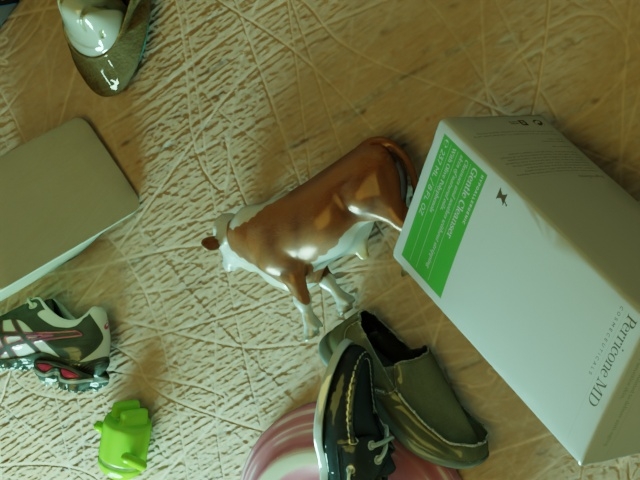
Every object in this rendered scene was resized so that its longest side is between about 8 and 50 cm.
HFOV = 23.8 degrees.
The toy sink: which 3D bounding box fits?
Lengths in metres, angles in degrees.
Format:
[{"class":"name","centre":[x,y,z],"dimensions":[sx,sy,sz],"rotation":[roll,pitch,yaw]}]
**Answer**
[{"class":"toy sink","centre":[-0.384,-0.034,1.993],"dimensions":[0.153,0.234,0.131],"rotation":[56,149,0]}]

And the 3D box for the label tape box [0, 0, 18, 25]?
[{"class":"label tape box","centre":[-0.532,-0.294,1.890],"dimensions":[0.115,0.347,0.249],"rotation":[49,119,7]}]

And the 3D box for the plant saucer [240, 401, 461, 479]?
[{"class":"plant saucer","centre":[0.032,0.370,1.936],"dimensions":[0.332,0.084,0.332],"rotation":[7,106,25]}]

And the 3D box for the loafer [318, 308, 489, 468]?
[{"class":"loafer","centre":[0.108,0.177,1.839],"dimensions":[0.251,0.094,0.087],"rotation":[38,121,13]}]

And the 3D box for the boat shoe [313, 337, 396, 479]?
[{"class":"boat shoe","centre":[0.048,0.262,1.797],"dimensions":[0.091,0.114,0.303],"rotation":[12,117,23]}]

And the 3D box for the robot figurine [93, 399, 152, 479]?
[{"class":"robot figurine","centre":[-0.267,0.276,2.070],"dimensions":[0.101,0.067,0.115],"rotation":[34,120,46]}]

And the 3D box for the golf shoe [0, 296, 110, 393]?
[{"class":"golf shoe","centre":[-0.408,0.130,2.098],"dimensions":[0.272,0.105,0.120],"rotation":[10,92,18]}]

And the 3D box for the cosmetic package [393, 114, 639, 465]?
[{"class":"cosmetic package","centre":[0.253,0.040,1.598],"dimensions":[0.365,0.155,0.197],"rotation":[49,133,43]}]

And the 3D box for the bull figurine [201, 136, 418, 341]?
[{"class":"bull figurine","centre":[0.000,0.000,1.845],"dimensions":[0.310,0.101,0.188],"rotation":[-32,92,32]}]

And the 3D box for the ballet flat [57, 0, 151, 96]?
[{"class":"ballet flat","centre":[-0.259,-0.331,1.871],"dimensions":[0.116,0.124,0.342],"rotation":[31,115,17]}]
